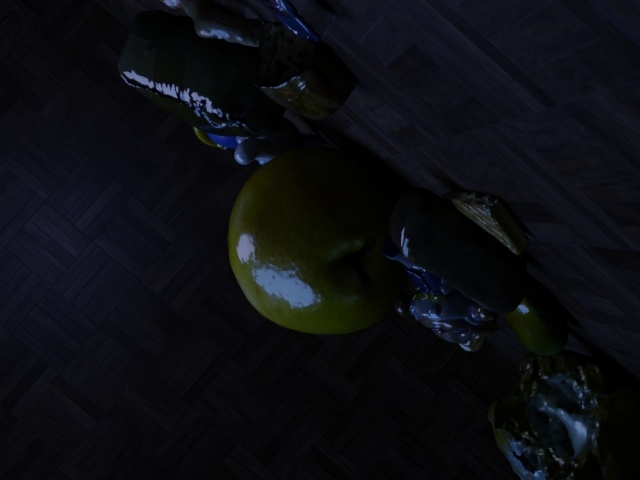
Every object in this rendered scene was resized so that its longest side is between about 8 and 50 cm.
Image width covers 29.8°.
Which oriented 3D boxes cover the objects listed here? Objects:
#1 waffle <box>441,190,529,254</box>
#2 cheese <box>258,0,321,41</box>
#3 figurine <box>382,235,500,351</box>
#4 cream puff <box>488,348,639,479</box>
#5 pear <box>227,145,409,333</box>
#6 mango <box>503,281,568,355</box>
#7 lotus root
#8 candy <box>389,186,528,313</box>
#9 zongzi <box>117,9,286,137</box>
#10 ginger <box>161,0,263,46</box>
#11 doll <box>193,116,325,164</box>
[{"bbox_3d":[0.203,-0.057,1.665,0.191,0.032,0.125,41,178,45],"label":"waffle"},{"bbox_3d":[-0.108,-0.315,1.314,0.286,0.074,0.189,41,180,-28],"label":"cheese"},{"bbox_3d":[0.199,0.080,2.063,0.274,0.133,0.194,37,150,-20],"label":"figurine"},{"bbox_3d":[0.478,0.363,2.160,0.323,0.269,0.274,50,166,41],"label":"cream puff"},{"bbox_3d":[0.000,0.000,2.262,0.362,0.362,0.418,41,174,-16],"label":"pear"},{"bbox_3d":[0.359,0.123,2.039,0.191,0.085,0.122,57,179,-41],"label":"mango"},{"bbox_3d":[-0.025,-0.219,1.628,0.135,0.095,0.159,38,-175,-26],"label":"lotus root"},{"bbox_3d":[0.209,0.016,1.807,0.234,0.102,0.104,31,-170,-20],"label":"candy"},{"bbox_3d":[-0.110,-0.233,2.053,0.393,0.174,0.356,30,179,-41],"label":"zongzi"},{"bbox_3d":[-0.192,-0.367,1.811,0.075,0.089,0.288,-11,-141,-45],"label":"ginger"},{"bbox_3d":[-0.113,-0.242,2.424,0.242,0.160,0.311,23,-169,38],"label":"doll"}]
